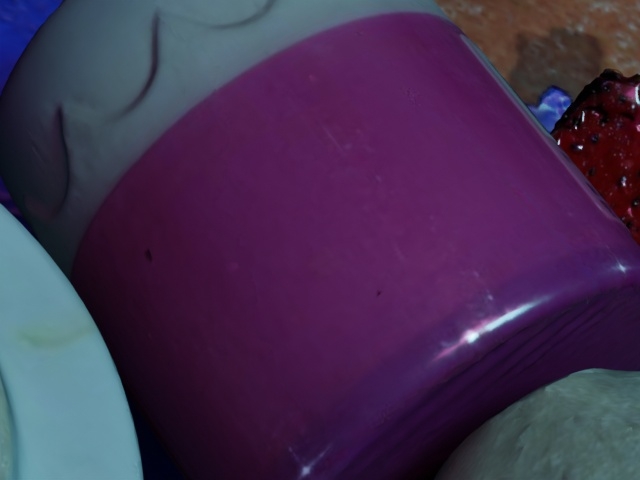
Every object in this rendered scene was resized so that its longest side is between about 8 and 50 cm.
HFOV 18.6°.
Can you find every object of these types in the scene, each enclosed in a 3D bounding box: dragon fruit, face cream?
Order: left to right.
[{"bbox_3d":[0.000,0.000,0.695,0.175,0.175,0.195,-22,61,-30],"label":"face cream"},{"bbox_3d":[0.113,0.007,0.801,0.147,0.096,0.102,-39,75,10],"label":"dragon fruit"}]

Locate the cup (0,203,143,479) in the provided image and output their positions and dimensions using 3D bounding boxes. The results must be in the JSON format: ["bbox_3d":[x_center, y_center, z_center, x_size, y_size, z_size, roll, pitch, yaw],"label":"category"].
[{"bbox_3d":[-0.193,0.085,0.590,0.347,0.163,0.347,10,59,-17],"label":"cup"}]

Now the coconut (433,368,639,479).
[{"bbox_3d":[0.134,0.186,0.596,0.297,0.297,0.309,-16,76,-29],"label":"coconut"}]
